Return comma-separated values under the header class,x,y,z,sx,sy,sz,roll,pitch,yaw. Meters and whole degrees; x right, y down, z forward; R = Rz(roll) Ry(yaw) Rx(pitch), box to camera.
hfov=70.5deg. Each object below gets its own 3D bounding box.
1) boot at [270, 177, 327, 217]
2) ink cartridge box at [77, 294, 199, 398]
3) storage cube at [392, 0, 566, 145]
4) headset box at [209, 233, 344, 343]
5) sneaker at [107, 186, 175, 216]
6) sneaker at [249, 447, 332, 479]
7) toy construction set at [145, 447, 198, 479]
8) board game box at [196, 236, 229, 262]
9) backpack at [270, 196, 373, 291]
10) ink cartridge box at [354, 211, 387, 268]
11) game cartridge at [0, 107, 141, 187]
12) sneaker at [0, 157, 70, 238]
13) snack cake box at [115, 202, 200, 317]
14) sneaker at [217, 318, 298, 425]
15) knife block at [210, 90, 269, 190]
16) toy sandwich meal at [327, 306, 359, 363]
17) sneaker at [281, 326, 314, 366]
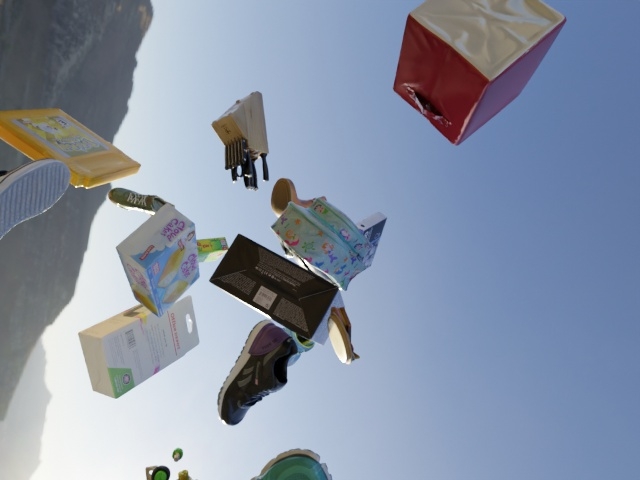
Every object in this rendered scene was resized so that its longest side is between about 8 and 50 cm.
class,x,y,z,sx,sy,sz,roll,pitch,yaw
boot,-0.052,-0.117,1.601,0.109,0.220,0.283,19,-52,43
ink cartridge box,-0.570,0.321,1.471,0.119,0.353,0.206,2,-74,30
storage cube,0.267,-0.328,0.806,0.183,0.215,0.193,47,-11,14
headset box,-0.071,0.116,0.937,0.110,0.218,0.293,-60,167,-11
sneaker,-0.527,-0.119,1.361,0.086,0.192,0.064,-22,-128,46
sneaker,-0.096,0.432,0.719,0.275,0.110,0.107,-39,-101,17
toy construction set,-0.492,0.867,1.504,0.308,0.258,0.237,57,-15,-4
board game box,-0.373,0.034,1.332,0.092,0.181,0.043,-35,-110,44
backpack,0.000,0.000,1.193,0.191,0.254,0.225,-53,-128,5
ink cartridge box,0.121,0.028,1.457,0.045,0.208,0.206,33,-54,27
game cartridge,-0.747,-0.281,1.346,0.052,0.324,0.285,-57,-179,21
sneaker,-0.728,-0.089,1.012,0.321,0.128,0.126,-52,159,-32
snack cake box,-0.370,0.055,1.063,0.152,0.089,0.264,-49,168,-31
sneaker,-0.152,0.345,1.101,0.124,0.107,0.283,28,-82,31
knife block,-0.216,-0.303,1.416,0.088,0.242,0.275,-14,-148,31
toy sandwich meal,0.035,0.138,0.658,0.085,0.029,0.085,164,-90,-74
sneaker,-0.090,0.411,1.772,0.208,0.319,0.127,-18,-114,13
